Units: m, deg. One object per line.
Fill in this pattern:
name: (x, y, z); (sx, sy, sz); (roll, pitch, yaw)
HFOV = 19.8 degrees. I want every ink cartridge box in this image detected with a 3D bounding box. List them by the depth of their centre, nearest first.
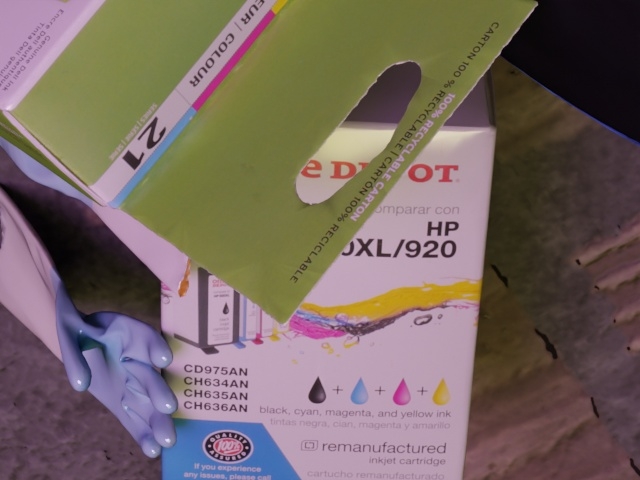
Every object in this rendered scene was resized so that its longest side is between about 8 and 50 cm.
ink cartridge box: (-0.059, -0.106, 0.831); (0.189, 0.255, 0.097); (-51, 138, -7)
ink cartridge box: (0.000, 0.000, 1.010); (0.171, 0.168, 0.233); (2, 120, -1)

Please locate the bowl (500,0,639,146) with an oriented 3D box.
bowl: (0.083, -0.162, 0.793); (0.391, 0.391, 0.077); (41, 87, -21)

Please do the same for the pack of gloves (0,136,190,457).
pack of gloves: (-0.144, 0.001, 0.983); (0.046, 0.232, 0.195); (-17, 122, -29)
